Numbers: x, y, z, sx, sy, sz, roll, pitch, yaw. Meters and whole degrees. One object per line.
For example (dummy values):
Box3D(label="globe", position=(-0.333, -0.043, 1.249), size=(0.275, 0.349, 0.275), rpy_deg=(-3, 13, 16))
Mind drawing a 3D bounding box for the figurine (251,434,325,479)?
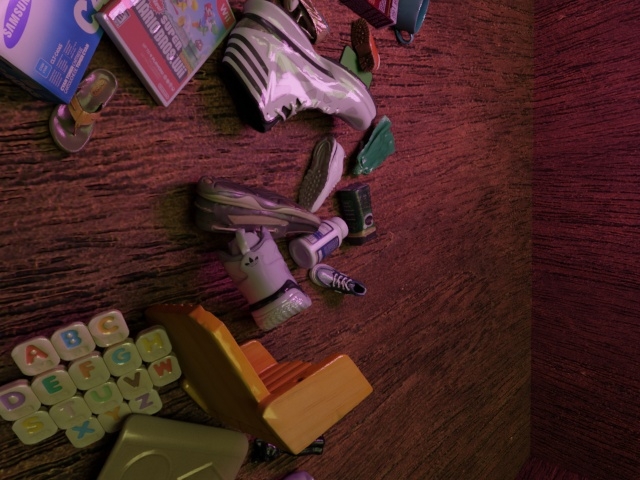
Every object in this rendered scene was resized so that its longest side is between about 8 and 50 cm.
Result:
Box3D(label="figurine", position=(-0.108, 0.633, 1.142), size=(0.210, 0.092, 0.214), rpy_deg=(13, 86, -37))

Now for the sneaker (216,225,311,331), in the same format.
Box3D(label="sneaker", position=(-0.125, 0.089, 0.959), size=(0.138, 0.366, 0.210), rpy_deg=(-29, 82, -8))

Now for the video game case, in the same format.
Box3D(label="video game case", position=(-0.289, -0.443, 0.832), size=(0.285, 0.025, 0.204), rpy_deg=(-62, 154, -22))

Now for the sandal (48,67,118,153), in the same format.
Box3D(label="sandal", position=(-0.425, -0.243, 0.753), size=(0.072, 0.049, 0.180), rpy_deg=(39, 67, -40))

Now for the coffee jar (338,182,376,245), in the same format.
Box3D(label="coffee jar", position=(0.118, -0.079, 1.289), size=(0.096, 0.079, 0.184), rpy_deg=(-26, 111, -44))

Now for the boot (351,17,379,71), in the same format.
Box3D(label="boot", position=(0.144, -0.603, 1.289), size=(0.085, 0.059, 0.157), rpy_deg=(-36, 115, -57))

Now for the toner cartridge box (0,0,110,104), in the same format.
Box3D(label="toner cartridge box", position=(-0.425, -0.418, 0.671), size=(0.165, 0.075, 0.347), rpy_deg=(48, 58, -69))

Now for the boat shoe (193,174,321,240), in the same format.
Box3D(label="boat shoe", position=(-0.152, -0.055, 1.010), size=(0.356, 0.132, 0.130), rpy_deg=(13, 107, -42))

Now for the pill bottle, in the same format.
Box3D(label="pill bottle", position=(0.000, 0.000, 1.169), size=(0.169, 0.094, 0.094), rpy_deg=(-36, 118, -37))

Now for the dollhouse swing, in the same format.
Box3D(label="dollhouse swing", position=(-0.140, 0.227, 0.886), size=(0.315, 0.347, 0.304), rpy_deg=(-22, 99, -41))

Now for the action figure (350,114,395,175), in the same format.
Box3D(label="action figure", position=(0.163, -0.280, 1.325), size=(0.232, 0.064, 0.137), rpy_deg=(-52, 129, -33))

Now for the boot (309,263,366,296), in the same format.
Box3D(label="boot", position=(0.056, 0.119, 1.242), size=(0.190, 0.086, 0.069), rpy_deg=(26, 76, -43))

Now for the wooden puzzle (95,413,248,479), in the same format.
Box3D(label="wooden puzzle", position=(-0.351, 0.557, 0.879), size=(0.322, 0.081, 0.347), rpy_deg=(35, 72, -41))

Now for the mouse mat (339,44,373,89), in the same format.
Box3D(label="mouse mat", position=(0.096, -0.481, 1.279), size=(0.153, 0.007, 0.189), rpy_deg=(32, 73, -42))

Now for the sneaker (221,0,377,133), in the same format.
Box3D(label="sneaker", position=(-0.060, -0.352, 1.057), size=(0.448, 0.169, 0.257), rpy_deg=(30, 82, -34))

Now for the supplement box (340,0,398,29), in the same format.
Box3D(label="supplement box", position=(0.139, -0.757, 1.247), size=(0.240, 0.073, 0.130), rpy_deg=(7, 90, -44))

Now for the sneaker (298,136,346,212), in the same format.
Box3D(label="sneaker", position=(0.015, -0.174, 1.178), size=(0.095, 0.090, 0.234), rpy_deg=(38, 69, -50))

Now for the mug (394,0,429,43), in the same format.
Box3D(label="mug", position=(0.284, -0.748, 1.365), size=(0.157, 0.098, 0.129), rpy_deg=(-69, 167, 11))

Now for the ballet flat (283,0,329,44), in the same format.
Box3D(label="ballet flat", position=(-0.052, -0.601, 1.079), size=(0.206, 0.073, 0.067), rpy_deg=(44, 78, -34))

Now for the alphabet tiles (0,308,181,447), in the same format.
Box3D(label="alphabet tiles", position=(-0.411, 0.263, 0.761), size=(0.284, 0.021, 0.277), rpy_deg=(-20, 124, -23))
